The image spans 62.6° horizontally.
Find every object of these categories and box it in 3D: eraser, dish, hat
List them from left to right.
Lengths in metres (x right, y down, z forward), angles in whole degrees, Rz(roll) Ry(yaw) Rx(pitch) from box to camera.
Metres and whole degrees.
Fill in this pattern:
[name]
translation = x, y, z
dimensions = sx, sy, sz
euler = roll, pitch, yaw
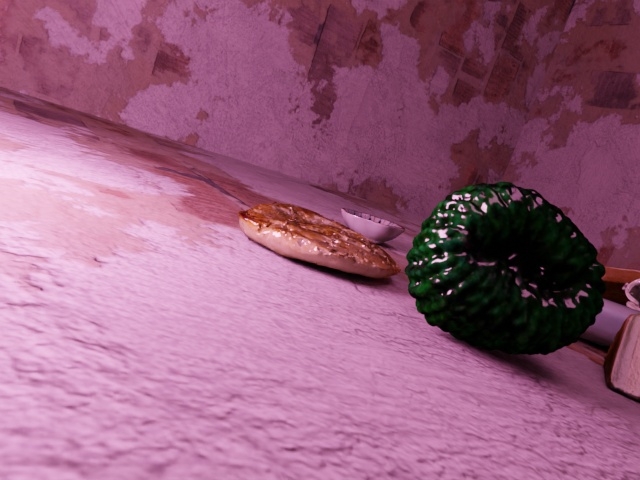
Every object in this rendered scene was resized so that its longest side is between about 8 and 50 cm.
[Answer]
[dish]
translation = 0.138, -0.033, 1.484
dimensions = 0.191, 0.066, 0.190
euler = 16, 9, -3
[hat]
translation = 0.250, 0.063, 0.844
dimensions = 0.274, 0.242, 0.332
euler = 42, -14, 0
[eraser]
translation = 0.668, 0.196, 1.131
dimensions = 0.290, 0.104, 0.189
euler = 20, 7, 3

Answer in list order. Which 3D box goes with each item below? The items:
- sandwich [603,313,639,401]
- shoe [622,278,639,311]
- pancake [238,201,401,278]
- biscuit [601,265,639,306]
[sandwich]
translation = 0.523, 0.188, 0.858
dimensions = 0.079, 0.113, 0.163
euler = 24, 11, 25
[shoe]
translation = 0.844, 0.167, 1.303
dimensions = 0.211, 0.132, 0.342
euler = 36, -4, 9
[pancake]
translation = 0.001, -0.002, 1.042
dimensions = 0.356, 0.065, 0.356
euler = 17, 9, -3
[biscuit]
translation = 0.856, 0.151, 1.502
dimensions = 0.368, 0.063, 0.314
euler = 7, -21, 25
